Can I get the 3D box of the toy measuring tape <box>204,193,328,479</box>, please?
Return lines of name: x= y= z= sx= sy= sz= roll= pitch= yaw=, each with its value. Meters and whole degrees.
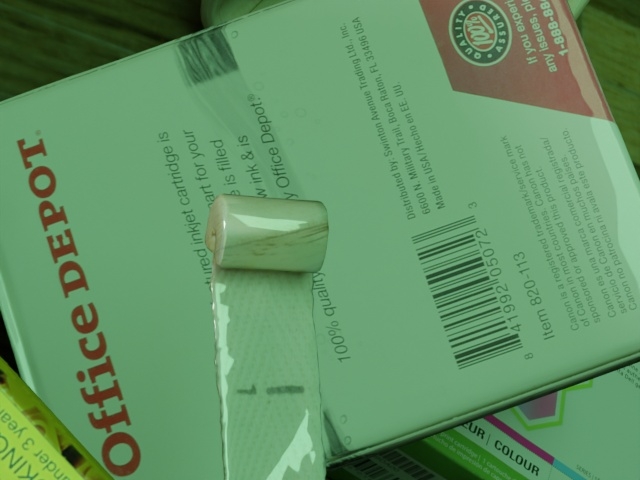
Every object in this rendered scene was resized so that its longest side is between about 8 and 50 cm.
toy measuring tape: x=0.005 y=0.139 z=0.373 sx=0.121 sy=0.121 sz=0.330 roll=5 pitch=76 yaw=-31

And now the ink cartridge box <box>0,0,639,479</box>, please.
ink cartridge box: x=0.000 y=0.000 z=0.666 sx=0.283 sy=0.117 sz=0.207 roll=-19 pitch=79 yaw=1

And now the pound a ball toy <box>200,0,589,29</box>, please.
pound a ball toy: x=0.072 y=-0.163 z=0.879 sx=0.208 sy=0.136 sz=0.319 roll=33 pitch=54 yaw=6

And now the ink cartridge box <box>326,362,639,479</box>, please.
ink cartridge box: x=0.109 y=0.049 z=0.840 sx=0.189 sy=0.097 sz=0.255 roll=34 pitch=55 yaw=-15

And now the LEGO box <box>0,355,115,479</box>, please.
LEGO box: x=-0.275 y=0.140 z=0.435 sx=0.500 sy=0.193 sz=0.372 roll=47 pitch=67 yaw=-5
